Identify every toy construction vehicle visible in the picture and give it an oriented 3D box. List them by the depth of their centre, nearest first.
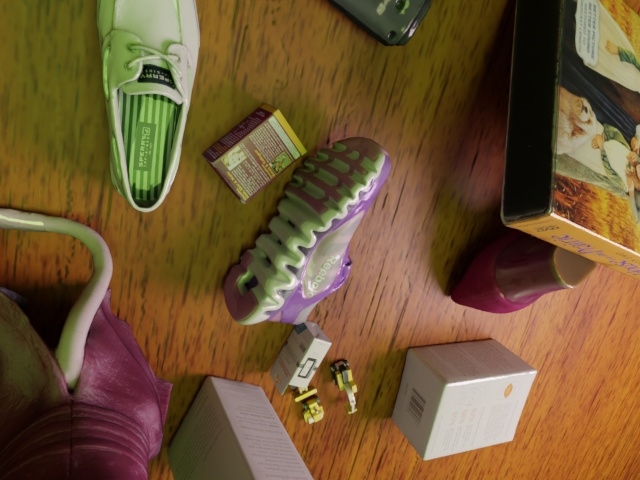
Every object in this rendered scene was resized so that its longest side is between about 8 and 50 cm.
[{"bbox_3d":[0.006,0.202,0.661,0.085,0.035,0.098,-18,118,-18],"label":"toy construction vehicle"}]

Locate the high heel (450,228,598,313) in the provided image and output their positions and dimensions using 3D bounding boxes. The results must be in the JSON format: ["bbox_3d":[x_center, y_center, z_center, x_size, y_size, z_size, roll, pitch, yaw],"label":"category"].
[{"bbox_3d":[0.352,-0.010,0.731,0.377,0.181,0.127,-21,87,-34],"label":"high heel"}]

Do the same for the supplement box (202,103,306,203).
[{"bbox_3d":[-0.065,-0.087,0.494,0.083,0.043,0.055,-40,123,-6],"label":"supplement box"}]

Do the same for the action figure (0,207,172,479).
[{"bbox_3d":[-0.164,0.159,0.359,0.248,0.370,0.276,3,107,-29],"label":"action figure"}]

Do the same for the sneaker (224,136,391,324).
[{"bbox_3d":[0.000,0.000,0.542,0.104,0.095,0.236,30,102,-39],"label":"sneaker"}]

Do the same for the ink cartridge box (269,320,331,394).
[{"bbox_3d":[-0.026,0.145,0.612,0.028,0.048,0.083,24,101,-32],"label":"ink cartridge box"}]

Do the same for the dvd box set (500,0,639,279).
[{"bbox_3d":[0.388,-0.112,0.616,0.420,0.062,0.308,18,75,-31],"label":"dvd box set"}]

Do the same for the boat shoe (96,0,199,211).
[{"bbox_3d":[-0.138,-0.134,0.418,0.083,0.076,0.226,-5,114,-24],"label":"boat shoe"}]

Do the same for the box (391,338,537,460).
[{"bbox_3d":[0.209,0.229,0.738,0.170,0.091,0.130,1,111,-26],"label":"box"}]

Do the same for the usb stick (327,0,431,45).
[{"bbox_3d":[-0.010,-0.272,0.438,0.278,0.045,0.077,24,99,-32],"label":"usb stick"}]

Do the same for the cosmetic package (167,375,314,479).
[{"bbox_3d":[-0.081,0.260,0.525,0.085,0.231,0.117,23,101,-35],"label":"cosmetic package"}]
